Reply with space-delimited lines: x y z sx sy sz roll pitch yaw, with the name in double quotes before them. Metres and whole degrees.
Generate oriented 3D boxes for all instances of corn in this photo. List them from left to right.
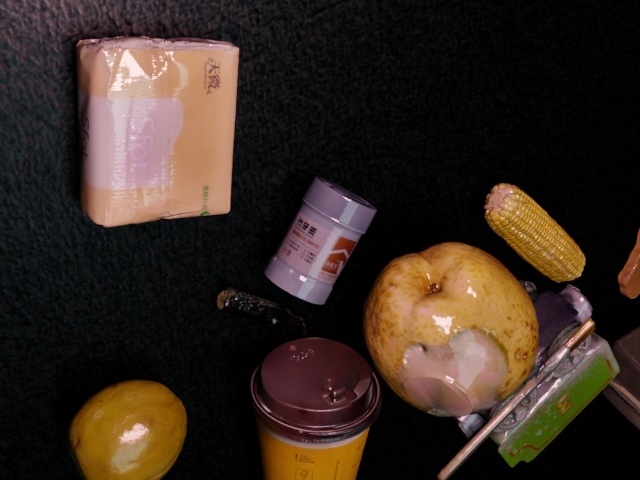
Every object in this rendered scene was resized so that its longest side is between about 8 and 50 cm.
"corn" 0.351 -0.008 1.410 0.248 0.081 0.081 37 92 -37

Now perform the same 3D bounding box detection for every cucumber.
"cucumber" -0.076 0.106 1.249 0.163 0.039 0.043 19 123 -33

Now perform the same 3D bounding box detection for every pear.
"pear" -0.260 0.262 1.157 0.162 0.149 0.148 -33 127 -34
"pear" 0.189 0.128 1.279 0.271 0.271 0.271 -12 118 -24

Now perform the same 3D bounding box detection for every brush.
"brush" 0.299 0.246 1.312 0.336 0.020 0.085 -46 159 0

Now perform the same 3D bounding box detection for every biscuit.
"biscuit" 0.636 0.002 1.603 0.144 0.040 0.236 7 107 -40

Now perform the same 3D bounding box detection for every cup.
"cup" -0.013 0.295 1.294 0.196 0.196 0.279 -13 127 -24

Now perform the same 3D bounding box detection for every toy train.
"toy train" 0.352 0.228 1.477 0.307 0.173 0.249 -43 135 -6

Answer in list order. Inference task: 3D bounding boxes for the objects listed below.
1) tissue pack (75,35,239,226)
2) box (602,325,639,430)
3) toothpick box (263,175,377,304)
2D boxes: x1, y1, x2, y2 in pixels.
"tissue pack" -0.196 -0.134 1.034 0.186 0.090 0.222 -5 116 -30
"box" 0.692 0.243 1.640 0.291 0.220 0.166 -26 135 -17
"toothpick box" 0.000 0.000 1.202 0.101 0.101 0.153 21 101 -35
